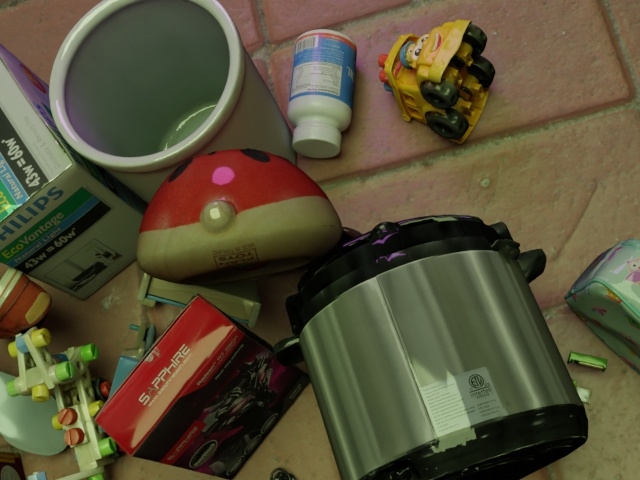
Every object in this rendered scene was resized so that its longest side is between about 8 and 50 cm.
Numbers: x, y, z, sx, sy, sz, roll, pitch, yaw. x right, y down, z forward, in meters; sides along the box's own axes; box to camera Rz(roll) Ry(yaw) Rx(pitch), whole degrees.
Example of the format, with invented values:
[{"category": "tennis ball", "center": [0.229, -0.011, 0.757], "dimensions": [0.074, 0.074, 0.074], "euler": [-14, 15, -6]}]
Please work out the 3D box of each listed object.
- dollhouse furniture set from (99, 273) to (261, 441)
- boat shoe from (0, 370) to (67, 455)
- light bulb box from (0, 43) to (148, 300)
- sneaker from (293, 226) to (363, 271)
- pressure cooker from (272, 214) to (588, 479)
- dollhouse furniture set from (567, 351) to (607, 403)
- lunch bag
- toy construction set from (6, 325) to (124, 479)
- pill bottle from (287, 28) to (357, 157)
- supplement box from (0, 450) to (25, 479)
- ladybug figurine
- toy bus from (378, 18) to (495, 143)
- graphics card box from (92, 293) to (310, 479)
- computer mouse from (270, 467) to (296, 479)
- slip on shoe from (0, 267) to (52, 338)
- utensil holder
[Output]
[{"category": "dollhouse furniture set", "center": [-0.250, 0.191, 1.486], "dimensions": [0.198, 0.286, 0.304], "euler": [17, 101, -10]}, {"category": "boat shoe", "center": [-0.600, 0.304, 1.543], "dimensions": [0.306, 0.105, 0.113], "euler": [27, 68, -4]}, {"category": "light bulb box", "center": [-0.525, -0.123, 1.529], "dimensions": [0.225, 0.361, 0.358], "euler": [-39, 67, 0]}, {"category": "sneaker", "center": [0.000, 0.000, 1.458], "dimensions": [0.281, 0.162, 0.107], "euler": [16, 77, 19]}, {"category": "pressure cooker", "center": [0.162, 0.161, 1.241], "dimensions": [0.375, 0.369, 0.421], "euler": [-45, 55, 43]}, {"category": "dollhouse furniture set", "center": [0.409, 0.257, 1.314], "dimensions": [0.058, 0.076, 0.152], "euler": [13, 75, 16]}, {"category": "lunch bag", "center": [0.490, 0.114, 1.235], "dimensions": [0.224, 0.279, 0.108], "euler": [42, 86, 12]}, {"category": "toy construction set", "center": [-0.442, 0.314, 1.428], "dimensions": [0.151, 0.215, 0.328], "euler": [-5, 81, 12]}, {"category": "pill bottle", "center": [0.001, -0.274, 1.572], "dimensions": [0.124, 0.124, 0.222], "euler": [1, 73, 15]}, {"category": "supplement box", "center": [-0.579, 0.479, 1.479], "dimensions": [0.080, 0.104, 0.188], "euler": [-24, 68, 5]}, {"category": "ladybug figurine", "center": [-0.124, -0.032, 1.239], "dimensions": [0.305, 0.449, 0.162], "euler": [-10, 85, -3]}, {"category": "toy bus", "center": [0.187, -0.302, 1.489], "dimensions": [0.211, 0.220, 0.149], "euler": [24, 75, 27]}, {"category": "graphics card box", "center": [-0.166, 0.246, 1.307], "dimensions": [0.094, 0.371, 0.233], "euler": [36, 82, 25]}, {"category": "computer mouse", "center": [-0.144, 0.509, 1.384], "dimensions": [0.262, 0.060, 0.184], "euler": [-19, 64, -5]}, {"category": "slip on shoe", "center": [-0.551, 0.133, 1.500], "dimensions": [0.101, 0.331, 0.123], "euler": [32, 65, -14]}, {"category": "utensil holder", "center": [-0.232, -0.208, 1.468], "dimensions": [0.327, 0.385, 0.328], "euler": [-5, 71, 14]}]
